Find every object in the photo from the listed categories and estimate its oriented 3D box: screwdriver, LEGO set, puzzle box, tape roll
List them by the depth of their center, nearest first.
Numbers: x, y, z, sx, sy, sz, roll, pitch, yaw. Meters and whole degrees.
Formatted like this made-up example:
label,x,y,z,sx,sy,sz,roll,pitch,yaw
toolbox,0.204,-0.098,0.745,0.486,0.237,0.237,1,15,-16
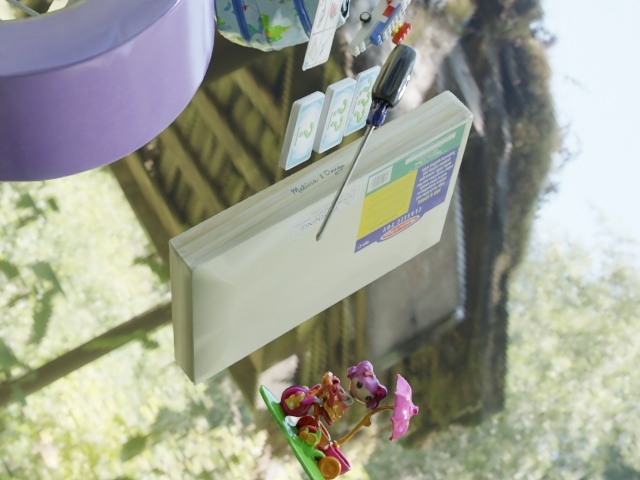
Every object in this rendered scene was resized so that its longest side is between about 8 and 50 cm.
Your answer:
label,x,y,z,sx,sy,sz,roll,pitch,yaw
tape roll,-0.145,-0.126,0.561,0.189,0.189,0.080,55,-20,25
screwdriver,0.031,-0.072,0.863,0.024,0.170,0.025,26,-14,-2
LEGO set,0.047,-0.196,1.204,0.060,0.182,0.244,27,-59,21
puzzle box,0.000,0.000,1.445,0.052,0.408,0.272,49,-26,25

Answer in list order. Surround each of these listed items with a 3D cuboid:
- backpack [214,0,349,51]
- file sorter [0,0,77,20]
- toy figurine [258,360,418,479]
label,x,y,z,sx,sy,sz,roll,pitch,yaw
backpack,-0.074,-0.446,1.640,0.356,0.273,0.290,59,3,-6
file sorter,-0.317,-0.305,1.224,0.173,0.278,0.193,29,11,-19
toy figurine,0.035,0.210,1.452,0.173,0.159,0.130,57,1,-5
